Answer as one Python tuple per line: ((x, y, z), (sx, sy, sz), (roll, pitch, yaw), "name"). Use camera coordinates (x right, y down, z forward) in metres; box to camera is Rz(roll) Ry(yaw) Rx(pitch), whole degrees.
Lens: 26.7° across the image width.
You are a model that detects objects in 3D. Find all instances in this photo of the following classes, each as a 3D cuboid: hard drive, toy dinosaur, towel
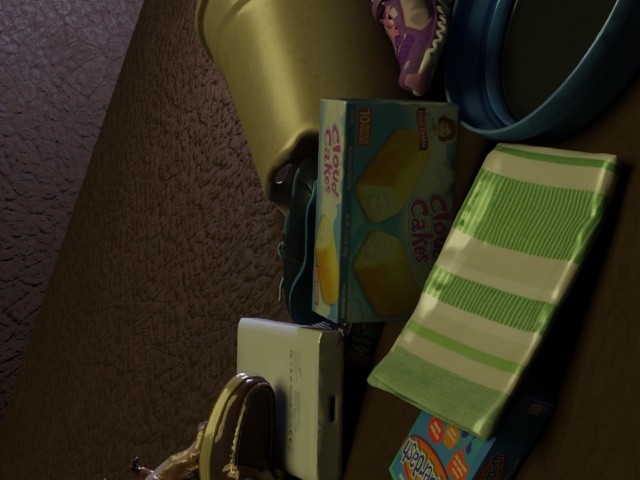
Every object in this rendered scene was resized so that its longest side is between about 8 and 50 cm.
((-0.048, 0.218, 1.884), (0.307, 0.040, 0.203), (-179, 91, -67), "hard drive")
((-0.210, 0.415, 2.061), (0.127, 0.200, 0.296), (-64, -23, -48), "toy dinosaur")
((0.187, 0.042, 1.467), (0.325, 0.038, 0.248), (-60, 26, -7), "towel")

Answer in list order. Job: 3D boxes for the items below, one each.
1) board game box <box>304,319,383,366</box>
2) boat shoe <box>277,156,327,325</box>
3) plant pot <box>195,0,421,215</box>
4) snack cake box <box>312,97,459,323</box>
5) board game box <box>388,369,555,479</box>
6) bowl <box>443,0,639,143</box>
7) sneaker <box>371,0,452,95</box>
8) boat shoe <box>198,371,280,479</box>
((0.037, 0.086, 1.852), (0.170, 0.048, 0.141), (20, 93, 67), "board game box")
((0.000, 0.000, 1.760), (0.089, 0.109, 0.258), (-116, 29, -41), "boat shoe")
((0.011, -0.205, 1.853), (0.334, 0.334, 0.305), (-48, 43, 43), "plant pot")
((0.078, -0.038, 1.626), (0.089, 0.152, 0.264), (-159, 69, -68), "snack cake box")
((0.159, 0.217, 1.464), (0.210, 0.047, 0.160), (-63, 23, 17), "board game box")
((0.280, -0.293, 1.561), (0.391, 0.077, 0.391), (-49, 30, 42), "bowl")
((0.111, -0.282, 1.723), (0.095, 0.104, 0.236), (110, 173, -51), "sneaker")
((-0.091, 0.353, 1.824), (0.123, 0.123, 0.342), (10, 90, 36), "boat shoe")
